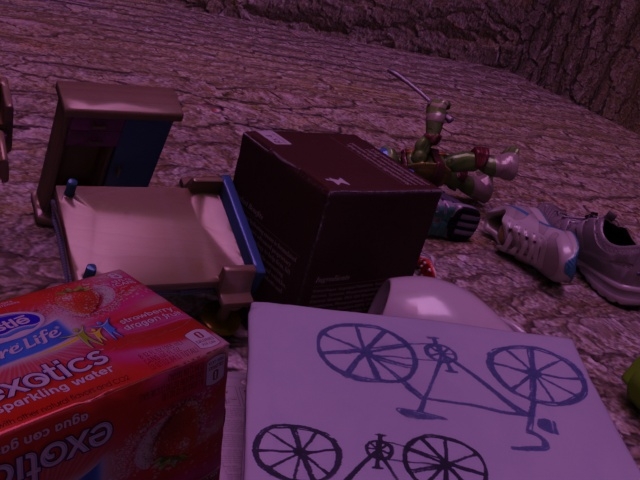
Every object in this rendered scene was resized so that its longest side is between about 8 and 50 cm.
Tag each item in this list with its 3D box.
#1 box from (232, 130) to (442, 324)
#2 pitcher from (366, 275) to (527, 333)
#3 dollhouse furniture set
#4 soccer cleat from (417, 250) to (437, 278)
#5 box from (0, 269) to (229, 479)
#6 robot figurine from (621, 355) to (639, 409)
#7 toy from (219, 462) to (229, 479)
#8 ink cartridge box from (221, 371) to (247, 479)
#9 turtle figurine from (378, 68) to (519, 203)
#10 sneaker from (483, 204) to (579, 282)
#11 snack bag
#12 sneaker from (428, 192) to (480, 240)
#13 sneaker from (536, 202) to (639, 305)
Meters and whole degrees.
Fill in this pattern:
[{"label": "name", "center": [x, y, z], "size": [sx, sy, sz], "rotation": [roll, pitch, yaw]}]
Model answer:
[{"label": "box", "center": [0.000, 0.000, 0.861], "size": [0.167, 0.203, 0.168], "rotation": [-3, 30, -38]}, {"label": "pitcher", "center": [0.151, 0.109, 0.824], "size": [0.207, 0.125, 0.178], "rotation": [24, 20, -6]}, {"label": "dollhouse furniture set", "center": [-0.255, 0.001, 0.825], "size": [0.286, 0.198, 0.303], "rotation": [-3, 53, -33]}, {"label": "soccer cleat", "center": [0.157, 0.035, 1.101], "size": [0.036, 0.029, 0.083], "rotation": [2, 22, -19]}, {"label": "box", "center": [-0.191, 0.120, 0.439], "size": [0.128, 0.122, 0.257], "rotation": [27, 31, 37]}, {"label": "robot figurine", "center": [0.404, 0.184, 0.875], "size": [0.101, 0.067, 0.115], "rotation": [31, 14, -30]}, {"label": "toy", "center": [-0.164, 0.209, 0.475], "size": [0.237, 0.056, 0.137], "rotation": [-1, 26, -21]}, {"label": "ink cartridge box", "center": [-0.038, 0.177, 0.661], "size": [0.145, 0.045, 0.179], "rotation": [7, 16, -17]}, {"label": "turtle figurine", "center": [0.216, -0.180, 1.411], "size": [0.266, 0.197, 0.274], "rotation": [12, 27, -18]}, {"label": "sneaker", "center": [0.341, 0.006, 1.225], "size": [0.092, 0.087, 0.228], "rotation": [3, 19, -12]}, {"label": "snack bag", "center": [0.098, 0.164, 0.577], "size": [0.323, 0.037, 0.342], "rotation": [8, 28, -7]}, {"label": "sneaker", "center": [0.152, -0.055, 1.242], "size": [0.224, 0.083, 0.098], "rotation": [14, 21, -31]}, {"label": "sneaker", "center": [0.463, -0.005, 1.271], "size": [0.105, 0.115, 0.281], "rotation": [3, 26, -27]}]
